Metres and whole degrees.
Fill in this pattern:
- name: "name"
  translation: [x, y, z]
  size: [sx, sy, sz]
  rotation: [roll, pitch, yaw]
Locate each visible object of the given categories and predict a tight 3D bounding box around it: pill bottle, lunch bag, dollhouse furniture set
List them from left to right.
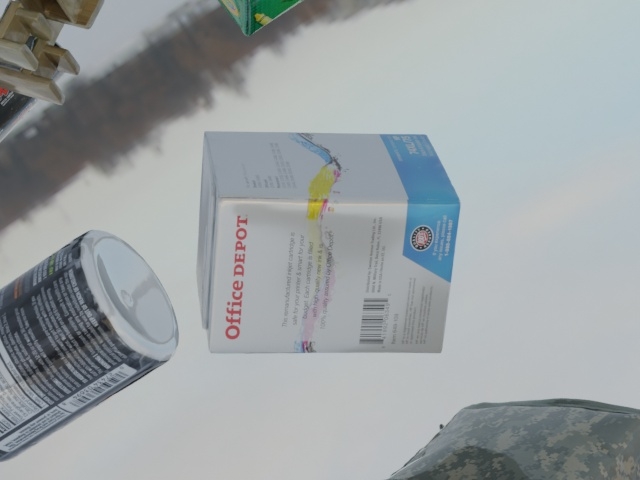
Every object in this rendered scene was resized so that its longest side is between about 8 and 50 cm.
- name: "dollhouse furniture set"
  translation: [-0.331, -0.300, 1.754]
  size: [0.212, 0.161, 0.242]
  rotation: [-66, 158, -18]
- name: "pill bottle"
  translation: [-0.252, 0.104, 1.432]
  size: [0.246, 0.130, 0.130]
  rotation: [-32, -171, 18]
- name: "lunch bag"
  translation: [0.208, 0.291, 1.887]
  size: [0.287, 0.169, 0.235]
  rotation: [6, -150, 40]

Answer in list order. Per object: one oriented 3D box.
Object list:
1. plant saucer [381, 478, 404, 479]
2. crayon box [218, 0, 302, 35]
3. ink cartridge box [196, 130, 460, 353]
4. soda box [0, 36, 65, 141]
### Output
- name: "plant saucer"
  translation: [0.063, 0.291, 1.634]
  size: [0.119, 0.119, 0.021]
  rotation: [-30, 153, 22]
- name: "crayon box"
  translation: [-0.084, -0.352, 1.608]
  size: [0.165, 0.278, 0.081]
  rotation: [-34, 164, -14]
- name: "ink cartridge box"
  translation: [0.000, 0.000, 1.923]
  size: [0.270, 0.198, 0.197]
  rotation: [1, -154, -9]
- name: "soda box"
  translation: [-0.367, -0.172, 1.972]
  size: [0.169, 0.060, 0.053]
  rotation: [-46, 177, -1]
